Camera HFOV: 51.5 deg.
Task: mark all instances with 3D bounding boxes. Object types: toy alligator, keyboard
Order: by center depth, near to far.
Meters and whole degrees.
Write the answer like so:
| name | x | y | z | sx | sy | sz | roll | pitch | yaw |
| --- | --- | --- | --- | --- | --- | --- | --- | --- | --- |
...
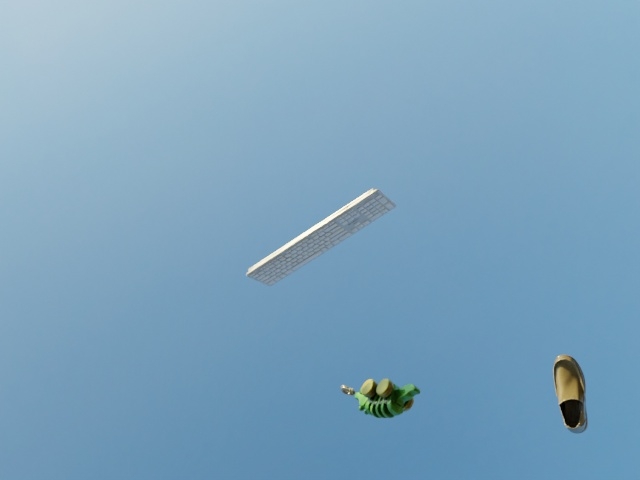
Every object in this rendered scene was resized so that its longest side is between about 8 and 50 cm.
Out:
| name | x | y | z | sx | sy | sz | roll | pitch | yaw |
| --- | --- | --- | --- | --- | --- | --- | --- | --- | --- |
| toy alligator | 0.085 | 0.254 | 1.046 | 0.056 | 0.189 | 0.051 | 38 | -121 | -22 |
| keyboard | 0.000 | 0.000 | 1.051 | 0.072 | 0.256 | 0.014 | 36 | -153 | -50 |

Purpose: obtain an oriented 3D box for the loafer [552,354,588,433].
| name | x | y | z | sx | sy | sz | roll | pitch | yaw |
| --- | --- | --- | --- | --- | --- | --- | --- | --- | --- |
| loafer | 0.474 | 0.290 | 1.253 | 0.056 | 0.050 | 0.148 | -15 | -103 | 22 |
